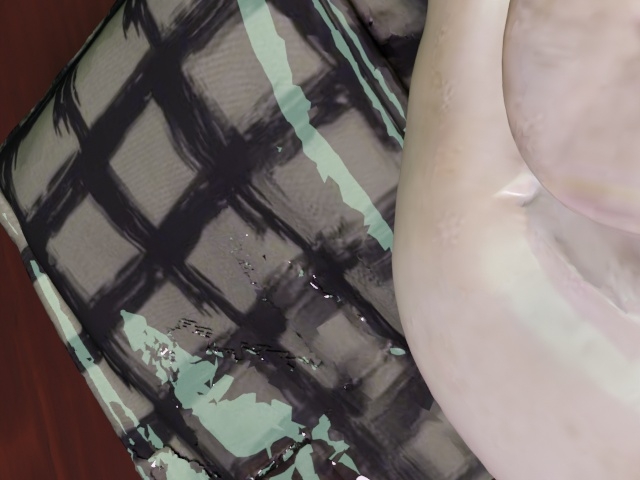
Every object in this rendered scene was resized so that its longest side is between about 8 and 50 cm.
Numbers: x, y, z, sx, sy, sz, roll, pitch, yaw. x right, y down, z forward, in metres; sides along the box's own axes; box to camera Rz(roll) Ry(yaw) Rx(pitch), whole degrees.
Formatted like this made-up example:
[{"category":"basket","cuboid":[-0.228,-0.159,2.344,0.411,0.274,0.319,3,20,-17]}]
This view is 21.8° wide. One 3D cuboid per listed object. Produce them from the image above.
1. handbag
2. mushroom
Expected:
[{"category":"handbag","cuboid":[0.000,0.000,0.838,0.325,0.162,0.327,-43,72,42]},{"category":"mushroom","cuboid":[0.158,-0.052,0.553,0.353,0.353,0.325,-67,32,25]}]
